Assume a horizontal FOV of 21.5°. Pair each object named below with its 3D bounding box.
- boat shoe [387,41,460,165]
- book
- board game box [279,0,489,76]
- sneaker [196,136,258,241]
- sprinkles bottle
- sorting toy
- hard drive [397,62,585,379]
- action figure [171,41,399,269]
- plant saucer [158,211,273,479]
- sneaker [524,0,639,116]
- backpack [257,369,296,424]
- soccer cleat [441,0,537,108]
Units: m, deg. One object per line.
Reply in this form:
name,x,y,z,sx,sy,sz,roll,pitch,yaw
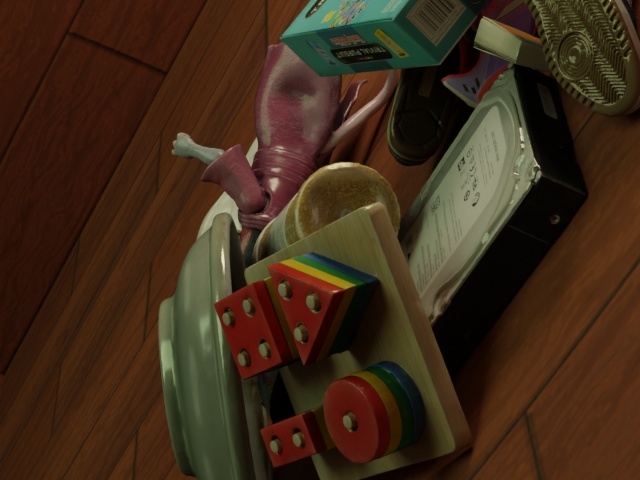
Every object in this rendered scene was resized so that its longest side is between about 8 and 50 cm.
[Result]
boat shoe,0.140,-0.207,2.038,0.095,0.095,0.257,102,-166,-73
book,0.226,-0.194,1.743,0.144,0.096,0.035,-128,54,-72
board game box,0.115,-0.315,1.973,0.253,0.079,0.336,-52,19,-12
sneaker,-0.098,-0.042,2.515,0.292,0.108,0.169,-67,14,-4
sprinkles bottle,0.000,0.000,1.975,0.355,0.121,0.121,136,153,-77
sorting toy,0.007,0.123,1.732,0.255,0.089,0.257,-28,81,55
hard drive,0.150,0.002,1.788,0.339,0.064,0.237,-58,19,31
action figure,-0.037,-0.084,2.294,0.276,0.248,0.370,-2,59,33
plant saucer,-0.128,0.170,2.006,0.400,0.101,0.400,-8,-90,-89
sneaker,0.279,-0.236,1.673,0.099,0.153,0.282,-52,53,35
backpack,-0.016,0.144,2.019,0.182,0.115,0.152,-99,33,-67
soccer cleat,0.205,-0.259,1.890,0.083,0.095,0.248,-30,40,63
